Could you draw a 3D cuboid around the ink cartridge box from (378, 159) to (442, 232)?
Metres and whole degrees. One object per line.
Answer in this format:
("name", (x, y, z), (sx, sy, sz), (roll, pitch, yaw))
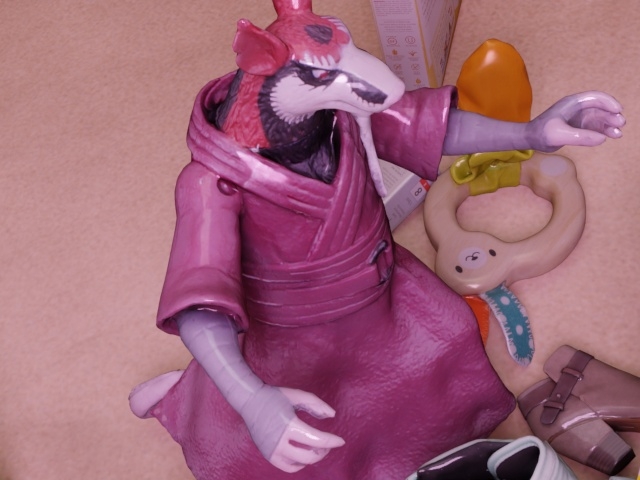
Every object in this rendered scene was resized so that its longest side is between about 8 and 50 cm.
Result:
("ink cartridge box", (-0.007, -0.034, 0.874), (0.179, 0.045, 0.145), (-46, 53, 2))

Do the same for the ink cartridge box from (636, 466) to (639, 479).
("ink cartridge box", (0.272, 0.062, 0.502), (0.188, 0.097, 0.255), (8, 65, 30))

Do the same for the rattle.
("rattle", (0.128, -0.021, 0.752), (0.130, 0.143, 0.200), (22, 54, 9))

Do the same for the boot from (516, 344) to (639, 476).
("boot", (0.194, 0.099, 0.696), (0.118, 0.042, 0.087), (-36, 49, -13))

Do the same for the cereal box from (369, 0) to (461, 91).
("cereal box", (0.078, -0.256, 0.880), (0.047, 0.240, 0.173), (4, 53, 19))

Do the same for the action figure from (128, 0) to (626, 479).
("action figure", (0.000, 0.000, 0.620), (0.248, 0.370, 0.275), (-32, 42, -24))

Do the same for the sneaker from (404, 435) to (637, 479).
("sneaker", (0.166, 0.165, 0.579), (0.255, 0.151, 0.094), (-9, 49, 8))
